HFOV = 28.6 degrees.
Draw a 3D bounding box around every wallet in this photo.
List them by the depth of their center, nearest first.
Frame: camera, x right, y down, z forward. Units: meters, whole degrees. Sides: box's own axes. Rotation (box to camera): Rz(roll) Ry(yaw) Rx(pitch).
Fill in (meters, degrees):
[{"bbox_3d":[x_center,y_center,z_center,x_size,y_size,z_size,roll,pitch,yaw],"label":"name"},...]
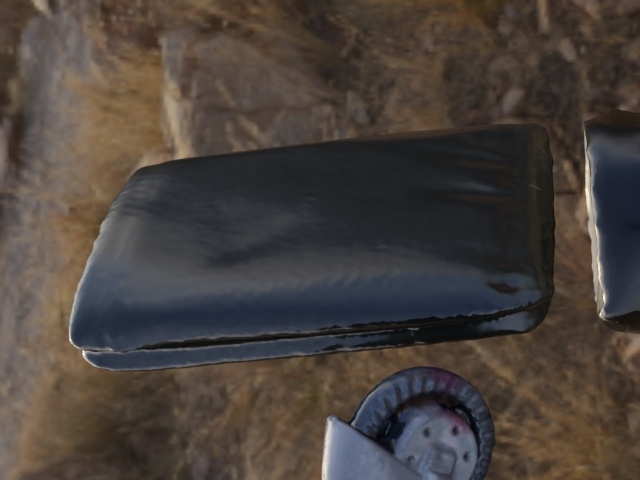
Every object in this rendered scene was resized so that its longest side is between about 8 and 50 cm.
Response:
[{"bbox_3d":[0.000,0.000,0.660,0.168,0.245,0.052,-77,-23,-51],"label":"wallet"}]

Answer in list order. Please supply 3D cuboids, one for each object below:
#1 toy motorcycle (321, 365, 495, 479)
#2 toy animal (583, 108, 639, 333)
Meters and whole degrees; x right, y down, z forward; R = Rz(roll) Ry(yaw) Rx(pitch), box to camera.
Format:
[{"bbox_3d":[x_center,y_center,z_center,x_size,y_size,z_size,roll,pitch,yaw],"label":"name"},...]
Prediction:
[{"bbox_3d":[0.042,0.193,0.568,0.110,0.171,0.260,18,133,64],"label":"toy motorcycle"},{"bbox_3d":[0.421,-0.021,1.236,0.251,0.310,0.251,-6,-90,-80],"label":"toy animal"}]
